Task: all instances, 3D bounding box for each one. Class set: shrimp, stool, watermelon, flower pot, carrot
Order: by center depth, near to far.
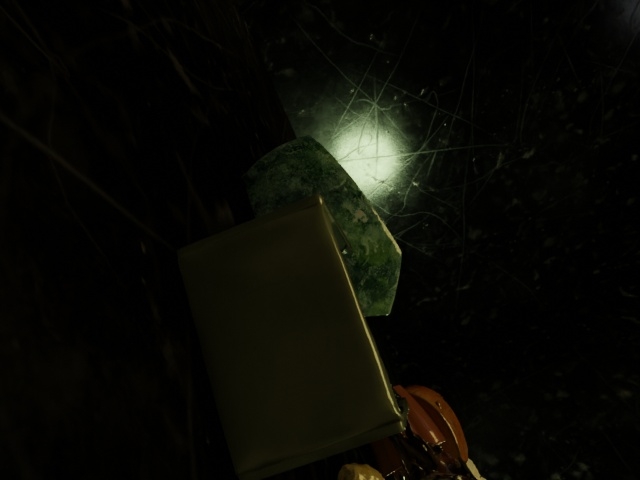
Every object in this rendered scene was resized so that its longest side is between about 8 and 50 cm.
[{"bbox_3d":[-0.015,0.115,0.641,0.270,0.170,0.244,50,20,-74],"label":"stool"},{"bbox_3d":[0.192,0.417,0.881,0.343,0.145,0.116,53,-36,14],"label":"shrimp"},{"bbox_3d":[0.000,0.000,1.076,0.388,0.228,0.258,61,-5,12],"label":"watermelon"},{"bbox_3d":[0.194,0.465,1.343,0.173,0.190,0.191,61,2,23],"label":"flower pot"},{"bbox_3d":[0.279,0.550,1.453,0.100,0.258,0.308,-10,75,-46],"label":"carrot"}]

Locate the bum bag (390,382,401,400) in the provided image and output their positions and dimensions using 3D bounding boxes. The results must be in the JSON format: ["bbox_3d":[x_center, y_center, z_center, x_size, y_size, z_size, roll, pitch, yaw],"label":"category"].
[{"bbox_3d":[0.087,0.298,1.154,0.144,0.095,0.340,42,1,31],"label":"bum bag"}]

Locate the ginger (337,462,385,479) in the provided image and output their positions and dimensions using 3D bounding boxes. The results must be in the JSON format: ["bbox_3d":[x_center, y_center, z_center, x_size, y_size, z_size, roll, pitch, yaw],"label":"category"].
[{"bbox_3d":[0.156,0.567,0.872,0.348,0.122,0.363,49,9,-49],"label":"ginger"}]
